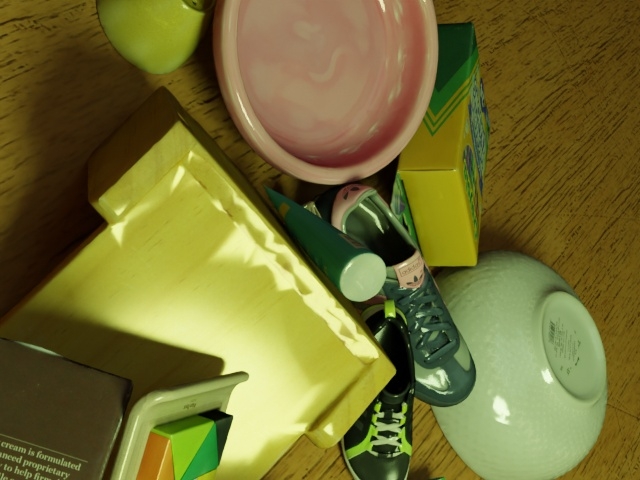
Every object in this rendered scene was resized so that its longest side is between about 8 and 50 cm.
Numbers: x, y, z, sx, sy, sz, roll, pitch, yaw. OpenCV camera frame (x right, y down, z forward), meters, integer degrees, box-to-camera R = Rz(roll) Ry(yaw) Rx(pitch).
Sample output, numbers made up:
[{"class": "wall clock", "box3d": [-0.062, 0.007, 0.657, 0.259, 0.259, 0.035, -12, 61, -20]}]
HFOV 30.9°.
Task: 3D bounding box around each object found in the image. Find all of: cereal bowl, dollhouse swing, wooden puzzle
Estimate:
[{"class": "cereal bowl", "box3d": [0.294, 0.167, 1.604, 0.339, 0.141, 0.339, 22, 59, -40]}, {"class": "dollhouse swing", "box3d": [-0.155, 0.085, 1.214, 0.347, 0.305, 0.315, 48, 2, -20]}, {"class": "wooden puzzle", "box3d": [-0.136, 0.231, 1.002, 0.238, 0.044, 0.221, -69, 166, 4]}]

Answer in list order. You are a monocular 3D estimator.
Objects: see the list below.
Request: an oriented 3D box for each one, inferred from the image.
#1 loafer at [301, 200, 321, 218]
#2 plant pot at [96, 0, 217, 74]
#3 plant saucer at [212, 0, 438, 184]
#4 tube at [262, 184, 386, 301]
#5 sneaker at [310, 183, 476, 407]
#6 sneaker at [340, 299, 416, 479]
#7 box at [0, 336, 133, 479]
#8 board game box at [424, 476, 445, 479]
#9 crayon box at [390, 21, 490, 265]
[{"class": "loafer", "box3d": [0.011, 0.009, 1.359, 0.125, 0.039, 0.045, 51, 2, 9]}, {"class": "plant pot", "box3d": [-0.174, -0.272, 1.330, 0.134, 0.095, 0.134, 23, 56, -40]}, {"class": "plant saucer", "box3d": [-0.001, -0.235, 1.389, 0.332, 0.084, 0.332, -5, 98, -40]}, {"class": "tube", "box3d": [0.000, 0.000, 1.234, 0.052, 0.207, 0.080, -36, 122, -8]}, {"class": "sneaker", "box3d": [0.098, 0.071, 1.412, 0.112, 0.131, 0.319, -40, 96, -23]}, {"class": "sneaker", "box3d": [0.067, 0.185, 1.335, 0.084, 0.097, 0.234, -2, 92, -6]}, {"class": "box", "box3d": [-0.267, 0.204, 0.912, 0.168, 0.167, 0.203, 20, 53, -8]}, {"class": "board game box", "box3d": [0.095, 0.381, 1.363, 0.211, 0.039, 0.160, -7, 78, -48]}, {"class": "crayon box", "box3d": [0.170, -0.110, 1.566, 0.203, 0.083, 0.323, 70, 25, -50]}]
